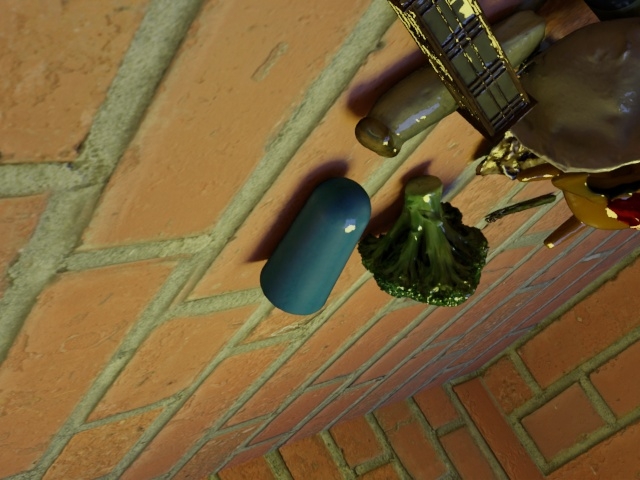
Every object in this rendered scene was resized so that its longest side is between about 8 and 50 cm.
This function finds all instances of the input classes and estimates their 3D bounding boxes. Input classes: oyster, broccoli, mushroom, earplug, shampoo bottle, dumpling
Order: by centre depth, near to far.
[{"bbox_3d":[0.420,-0.368,1.101,0.101,0.101,0.284,-41,156,24],"label":"shampoo bottle"},{"bbox_3d":[0.416,-0.212,1.132,0.293,0.204,0.163,-21,-177,27],"label":"dumpling"},{"bbox_3d":[0.185,-0.229,1.136,0.312,0.081,0.100,-35,170,-1],"label":"mushroom"},{"bbox_3d":[0.000,0.000,1.333,0.133,0.132,0.273,-14,149,-36],"label":"earplug"},{"bbox_3d":[0.481,-0.230,1.486,0.396,0.111,0.204,-23,154,-10],"label":"oyster"},{"bbox_3d":[0.208,0.003,1.502,0.254,0.269,0.269,-28,159,-21],"label":"broccoli"}]

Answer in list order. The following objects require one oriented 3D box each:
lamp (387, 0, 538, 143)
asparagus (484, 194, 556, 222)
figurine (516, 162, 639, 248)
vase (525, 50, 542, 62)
[{"bbox_3d":[0.172,-0.243,0.963,0.090,0.089,0.325,-43,144,9],"label":"lamp"},{"bbox_3d":[0.503,-0.081,1.944,0.249,0.025,0.024,-17,-163,-32],"label":"asparagus"},{"bbox_3d":[0.537,-0.113,1.307,0.401,0.267,0.387,9,176,-15],"label":"figurine"},{"bbox_3d":[0.409,-0.285,1.326,0.167,0.059,0.059,-6,147,-48],"label":"vase"}]
